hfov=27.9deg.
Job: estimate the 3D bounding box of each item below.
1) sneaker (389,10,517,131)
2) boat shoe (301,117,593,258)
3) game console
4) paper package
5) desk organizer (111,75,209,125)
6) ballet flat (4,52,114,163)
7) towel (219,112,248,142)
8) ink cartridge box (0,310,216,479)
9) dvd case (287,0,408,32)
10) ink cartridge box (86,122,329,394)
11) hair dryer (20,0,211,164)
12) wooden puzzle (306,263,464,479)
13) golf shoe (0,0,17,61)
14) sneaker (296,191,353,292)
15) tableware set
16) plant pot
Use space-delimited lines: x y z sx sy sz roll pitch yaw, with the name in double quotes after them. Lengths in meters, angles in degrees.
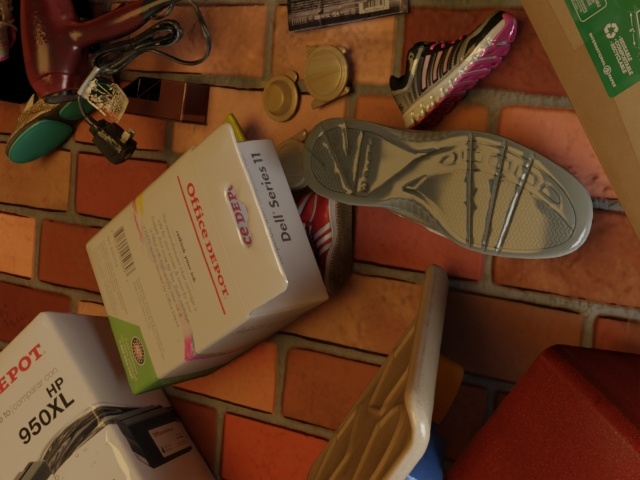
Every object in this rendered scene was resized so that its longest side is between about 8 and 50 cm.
0.131 -0.189 1.348 0.170 0.063 0.075 -45 71 36 "sneaker"
0.135 -0.058 1.332 0.320 0.103 0.118 13 97 29 "boat shoe"
-0.424 -0.384 1.794 0.213 0.044 0.361 -22 80 37 "game console"
0.333 -0.133 1.034 0.168 0.309 0.325 -32 71 34 "paper package"
-0.202 -0.178 1.624 0.130 0.047 0.050 12 97 37 "desk organizer"
-0.354 -0.181 1.737 0.206 0.073 0.067 -33 59 26 "ballet flat"
-0.073 -0.027 1.527 0.102 0.021 0.237 -48 63 48 "towel"
-0.302 0.327 1.616 0.285 0.166 0.395 -42 66 16 "ink cartridge box"
0.024 -0.355 1.455 0.164 0.018 0.221 -2 91 40 "dvd case"
-0.120 0.021 1.477 0.353 0.119 0.207 -34 71 48 "ink cartridge box"
-0.276 -0.257 1.612 0.293 0.080 0.224 41 102 16 "hair dryer"
0.057 0.233 1.306 0.080 0.322 0.348 26 114 -2 "wooden puzzle"
-0.447 -0.323 1.732 0.140 0.115 0.306 40 123 17 "golf shoe"
0.000 0.000 1.473 0.067 0.042 0.119 1 87 36 "sneaker"
-0.011 -0.139 1.491 0.141 0.020 0.169 -15 84 38 "tableware set"
0.269 0.241 1.146 0.267 0.267 0.236 -57 46 25 "plant pot"
